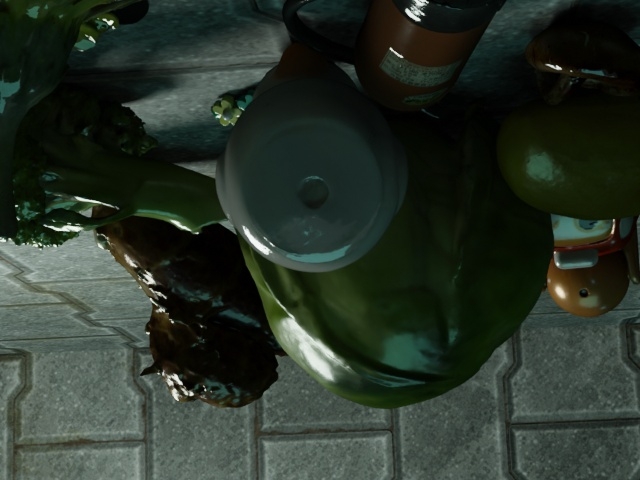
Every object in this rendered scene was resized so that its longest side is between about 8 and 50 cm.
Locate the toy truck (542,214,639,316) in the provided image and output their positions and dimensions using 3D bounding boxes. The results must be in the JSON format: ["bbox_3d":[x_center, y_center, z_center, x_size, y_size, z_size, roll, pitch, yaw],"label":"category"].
[{"bbox_3d":[0.363,-0.020,1.996,0.189,0.239,0.265,-7,167,19],"label":"toy truck"}]

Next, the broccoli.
[{"bbox_3d":[-0.278,-0.070,1.674,0.302,0.186,0.254,17,-156,-22],"label":"broccoli"}]

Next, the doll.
[{"bbox_3d":[-0.013,-0.096,1.590,0.221,0.251,0.221,-7,-160,2],"label":"doll"}]

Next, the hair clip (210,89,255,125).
[{"bbox_3d":[-0.072,-0.167,1.725,0.172,0.049,0.049,-9,166,34],"label":"hair clip"}]

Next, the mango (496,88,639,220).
[{"bbox_3d":[0.346,-0.106,1.734,0.331,0.142,0.195,-7,141,-27],"label":"mango"}]

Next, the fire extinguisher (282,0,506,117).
[{"bbox_3d":[0.074,-0.226,1.381,0.200,0.113,0.376,40,167,5],"label":"fire extinguisher"}]

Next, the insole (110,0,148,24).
[{"bbox_3d":[-0.195,-0.242,1.428,0.045,0.002,0.135,-1,168,-10],"label":"insole"}]

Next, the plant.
[{"bbox_3d":[-0.303,-0.188,1.245,0.261,0.297,0.306,35,172,-17],"label":"plant"}]

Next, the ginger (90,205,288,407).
[{"bbox_3d":[-0.197,0.071,2.014,0.418,0.254,0.176,49,162,-20],"label":"ginger"}]

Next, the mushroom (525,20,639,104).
[{"bbox_3d":[0.286,-0.196,1.555,0.135,0.080,0.170,19,168,-23],"label":"mushroom"}]

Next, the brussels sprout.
[{"bbox_3d":[0.084,0.034,1.854,0.425,0.361,0.342,-18,156,39],"label":"brussels sprout"}]
